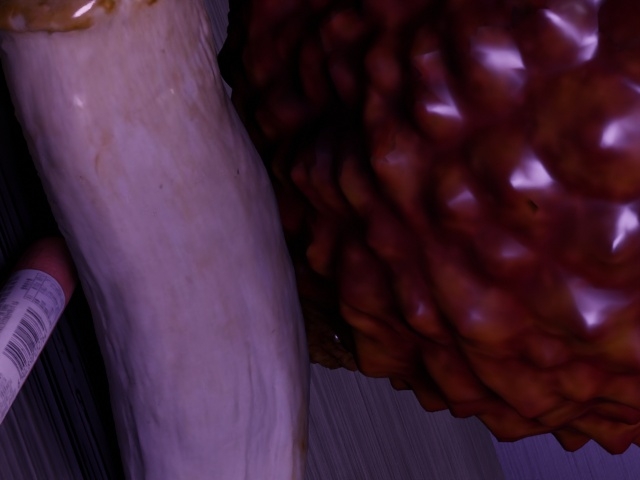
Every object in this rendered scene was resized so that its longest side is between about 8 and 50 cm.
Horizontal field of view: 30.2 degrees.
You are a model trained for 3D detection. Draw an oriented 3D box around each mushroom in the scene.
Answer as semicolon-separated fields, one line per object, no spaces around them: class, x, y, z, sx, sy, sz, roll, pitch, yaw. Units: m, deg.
mushroom;-0.066;0.024;0.523;0.123;0.095;0.351;-52;137;-57

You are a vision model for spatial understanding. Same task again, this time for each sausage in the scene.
sausage;-0.127;0.046;0.465;0.223;0.029;0.029;-83;153;-68

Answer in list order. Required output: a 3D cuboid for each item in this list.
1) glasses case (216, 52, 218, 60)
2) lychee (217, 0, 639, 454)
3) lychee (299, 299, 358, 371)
glasses case;-0.123;-0.167;0.724;0.050;0.083;0.196;26;45;-77
lychee;0.136;-0.104;0.617;0.500;0.424;0.425;21;41;-33
lychee;0.000;0.000;0.857;0.188;0.188;0.188;-19;90;-80
